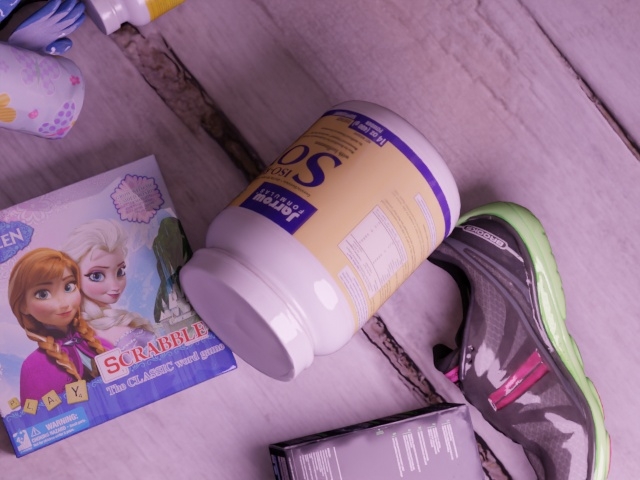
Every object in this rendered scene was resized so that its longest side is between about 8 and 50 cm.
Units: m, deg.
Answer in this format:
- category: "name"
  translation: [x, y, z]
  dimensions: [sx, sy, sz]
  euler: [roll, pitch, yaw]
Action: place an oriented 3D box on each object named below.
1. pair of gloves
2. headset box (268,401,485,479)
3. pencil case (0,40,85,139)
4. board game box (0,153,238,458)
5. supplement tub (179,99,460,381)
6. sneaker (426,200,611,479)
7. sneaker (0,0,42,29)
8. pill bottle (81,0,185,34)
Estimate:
- category: "pair of gloves"
  translation: [-0.402, -0.295, 1.718]
  dimensions: [0.159, 0.198, 0.023]
  euler: [-36, 59, 1]
- category: "headset box"
  translation: [0.098, 0.366, 1.761]
  dimensions: [0.283, 0.131, 0.246]
  euler: [-13, 86, -13]
- category: "pencil case"
  translation: [-0.436, -0.213, 1.659]
  dimensions: [0.273, 0.113, 0.124]
  euler: [16, 47, -49]
- category: "board game box"
  translation: [-0.316, 0.086, 1.740]
  dimensions: [0.319, 0.066, 0.318]
  euler: [-22, 89, -13]
- category: "supplement tub"
  translation: [0.000, 0.000, 1.702]
  dimensions: [0.241, 0.241, 0.331]
  euler: [46, 67, -4]
- category: "sneaker"
  translation: [0.267, 0.191, 1.808]
  dimensions: [0.202, 0.185, 0.483]
  euler: [-16, 78, -4]
- category: "sneaker"
  translation: [-0.413, -0.380, 1.756]
  dimensions: [0.286, 0.109, 0.130]
  euler: [-29, 82, -16]
- category: "pill bottle"
  translation: [-0.238, -0.362, 1.786]
  dimensions: [0.184, 0.103, 0.103]
  euler: [-34, 91, -13]
